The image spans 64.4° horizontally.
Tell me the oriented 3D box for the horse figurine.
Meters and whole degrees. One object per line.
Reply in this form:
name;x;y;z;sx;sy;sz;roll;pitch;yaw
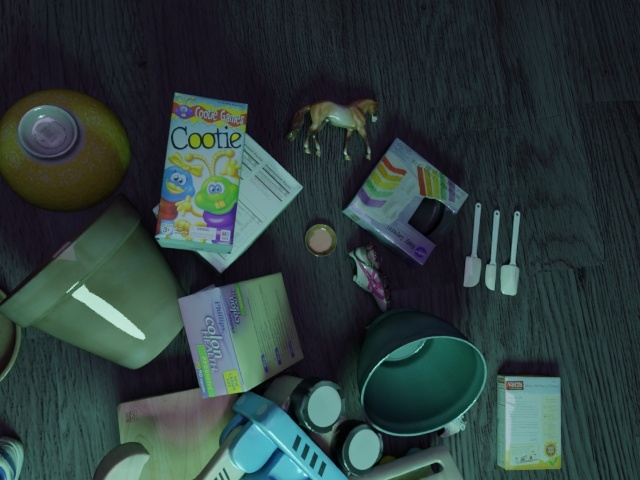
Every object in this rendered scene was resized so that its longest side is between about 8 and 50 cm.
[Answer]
horse figurine;0.037;-0.303;1.334;0.263;0.066;0.175;3;88;-15

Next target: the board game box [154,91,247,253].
board game box;-0.230;-0.124;0.999;0.144;0.142;0.276;6;81;-11

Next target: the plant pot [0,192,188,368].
plant pot;-0.434;0.108;1.069;0.323;0.323;0.280;-48;111;-14

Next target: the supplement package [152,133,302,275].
supplement package;-0.213;-0.078;1.175;0.198;0.199;0.263;43;76;-4

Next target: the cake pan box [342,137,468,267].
cake pan box;0.230;-0.096;1.352;0.266;0.070;0.246;38;78;-7

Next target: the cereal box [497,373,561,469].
cereal box;0.560;0.484;1.366;0.172;0.047;0.241;6;81;-13

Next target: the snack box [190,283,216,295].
snack box;-0.246;0.198;1.224;0.064;0.022;0.178;-27;90;-16

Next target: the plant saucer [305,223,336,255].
plant saucer;0.000;0.000;1.311;0.083;0.015;0.084;2;82;-13

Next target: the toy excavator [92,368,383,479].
toy excavator;-0.151;0.450;1.028;0.433;0.222;0.445;51;62;-18

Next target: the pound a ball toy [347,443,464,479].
pound a ball toy;0.150;0.607;1.216;0.318;0.208;0.136;-7;47;-23

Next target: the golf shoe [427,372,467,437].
golf shoe;0.301;0.424;1.305;0.086;0.069;0.176;-29;89;-9

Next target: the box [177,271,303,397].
box;-0.168;0.199;1.124;0.117;0.243;0.214;-17;87;26

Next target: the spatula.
spatula;0.488;0.023;1.425;0.168;0.019;0.242;10;80;-6

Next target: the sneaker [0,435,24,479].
sneaker;-0.684;0.558;1.020;0.111;0.131;0.297;4;83;-15

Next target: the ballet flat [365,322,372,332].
ballet flat;0.190;0.221;1.317;0.168;0.057;0.053;6;53;-16

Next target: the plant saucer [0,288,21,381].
plant saucer;-0.787;0.209;1.086;0.277;0.041;0.278;2;82;-13

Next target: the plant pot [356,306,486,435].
plant pot;0.213;0.283;1.205;0.292;0.196;0.293;-5;119;-9

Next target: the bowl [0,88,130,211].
bowl;-0.584;-0.219;1.129;0.289;0.156;0.290;2;82;-13

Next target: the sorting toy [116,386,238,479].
sorting toy;-0.302;0.464;1.143;0.255;0.089;0.257;-8;84;-14

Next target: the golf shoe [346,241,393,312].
golf shoe;0.131;0.102;1.312;0.085;0.067;0.186;-20;93;17
